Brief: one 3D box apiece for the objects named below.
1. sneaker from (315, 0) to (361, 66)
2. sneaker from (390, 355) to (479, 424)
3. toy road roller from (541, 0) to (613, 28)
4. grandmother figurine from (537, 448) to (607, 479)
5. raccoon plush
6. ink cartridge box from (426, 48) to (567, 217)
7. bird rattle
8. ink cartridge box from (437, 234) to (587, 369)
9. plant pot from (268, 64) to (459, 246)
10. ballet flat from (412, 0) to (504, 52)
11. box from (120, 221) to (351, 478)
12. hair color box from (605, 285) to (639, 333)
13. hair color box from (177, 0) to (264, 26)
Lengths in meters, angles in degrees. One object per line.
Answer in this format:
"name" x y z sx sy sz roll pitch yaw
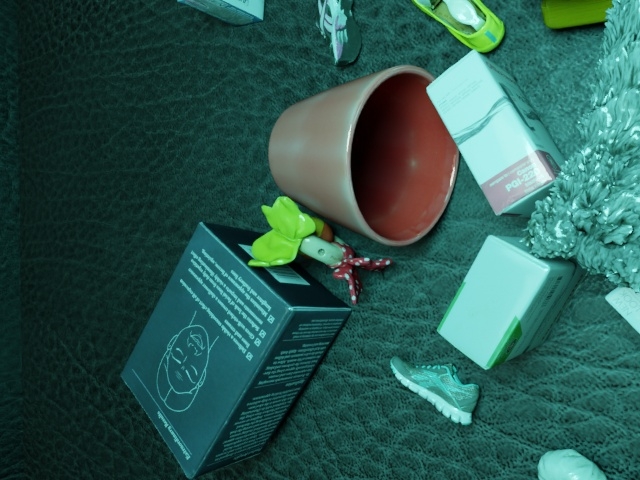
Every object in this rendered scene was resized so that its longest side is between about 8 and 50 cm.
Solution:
"sneaker" 0.029 -0.422 0.968 0.077 0.072 0.178 -16 72 49
"sneaker" 0.199 0.238 0.842 0.166 0.065 0.076 30 92 31
"toy road roller" 0.366 -0.442 0.640 0.202 0.240 0.329 8 58 38
"grandmother figurine" 0.378 0.461 0.670 0.208 0.104 0.342 -15 84 29
"raccoon plush" 0.305 -0.164 0.496 0.299 0.446 0.216 -42 20 -11
"ink cartridge box" 0.267 -0.149 0.712 0.092 0.158 0.218 -38 68 34
"bird rattle" 0.000 0.000 0.913 0.207 0.253 0.143 -117 45 -67
"ink cartridge box" 0.274 0.078 0.679 0.087 0.208 0.153 36 111 36
"plant pot" 0.057 -0.142 0.830 0.243 0.275 0.275 14 99 47
"ballet flat" 0.210 -0.396 0.807 0.077 0.077 0.231 -50 61 28
"box" -0.181 0.212 1.007 0.293 0.212 0.395 39 104 32
"hair color box" 0.530 0.026 0.539 0.339 0.110 0.185 -50 63 29
"hair color box" -0.207 -0.680 1.075 0.105 0.174 0.347 7 95 39
